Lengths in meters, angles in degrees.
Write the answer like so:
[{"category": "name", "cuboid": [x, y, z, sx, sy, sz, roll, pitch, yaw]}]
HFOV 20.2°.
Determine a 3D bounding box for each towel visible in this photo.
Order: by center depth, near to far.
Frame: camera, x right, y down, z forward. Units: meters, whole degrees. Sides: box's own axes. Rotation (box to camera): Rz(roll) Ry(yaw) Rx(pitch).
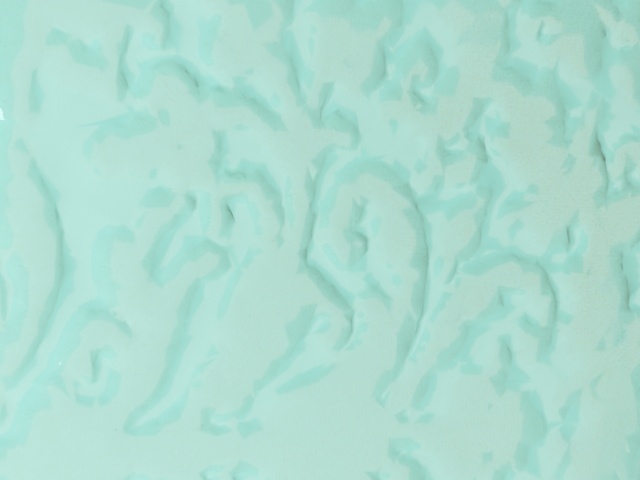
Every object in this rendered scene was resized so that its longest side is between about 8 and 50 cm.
[{"category": "towel", "cuboid": [0.000, 0.000, 0.656, 0.317, 0.053, 0.332, 1, 92, -34]}]
